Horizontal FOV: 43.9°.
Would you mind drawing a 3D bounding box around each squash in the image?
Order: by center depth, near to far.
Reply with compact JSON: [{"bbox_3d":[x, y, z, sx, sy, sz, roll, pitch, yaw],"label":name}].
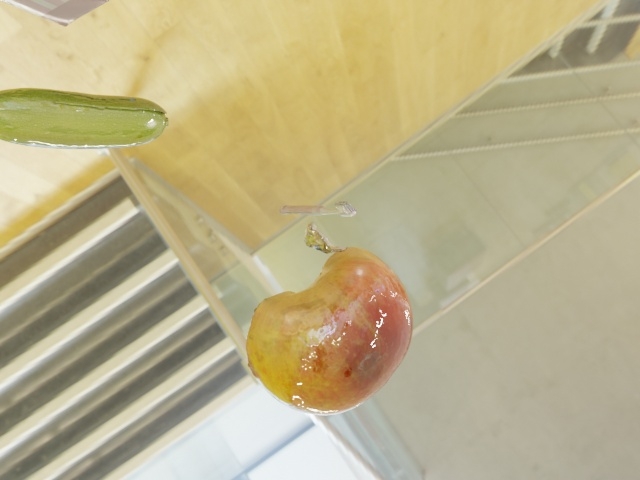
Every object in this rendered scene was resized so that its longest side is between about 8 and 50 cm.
[{"bbox_3d":[-0.387,-0.179,1.165,0.341,0.094,0.094,-4,150,-35],"label":"squash"}]

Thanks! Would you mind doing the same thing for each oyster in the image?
[{"bbox_3d":[-0.002,-0.001,1.089,0.093,0.051,0.034,36,87,-43],"label":"oyster"}]

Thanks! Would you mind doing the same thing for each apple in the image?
[{"bbox_3d":[0.044,0.168,1.282,0.293,0.163,0.251,-34,126,-18],"label":"apple"}]

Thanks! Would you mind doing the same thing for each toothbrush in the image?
[{"bbox_3d":[-0.015,-0.069,1.700,0.024,0.029,0.354,-46,-160,-17],"label":"toothbrush"}]

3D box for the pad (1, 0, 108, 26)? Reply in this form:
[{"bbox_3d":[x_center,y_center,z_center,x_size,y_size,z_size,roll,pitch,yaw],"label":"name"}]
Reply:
[{"bbox_3d":[-0.315,-0.388,1.106,0.300,0.005,0.202,-20,170,22],"label":"pad"}]
